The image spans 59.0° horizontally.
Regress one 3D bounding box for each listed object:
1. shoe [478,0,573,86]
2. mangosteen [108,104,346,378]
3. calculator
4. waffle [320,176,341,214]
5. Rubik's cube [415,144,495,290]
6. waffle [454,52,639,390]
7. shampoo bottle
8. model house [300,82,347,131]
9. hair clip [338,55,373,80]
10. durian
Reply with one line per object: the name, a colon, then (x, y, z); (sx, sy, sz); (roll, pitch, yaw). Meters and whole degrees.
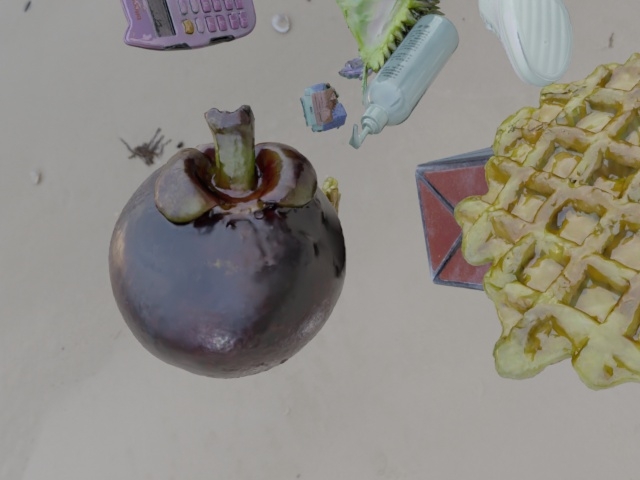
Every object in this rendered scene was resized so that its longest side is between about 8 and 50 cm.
shoe: (0.357, -0.415, 1.046); (0.132, 0.160, 0.363); (9, 68, -15)
mangosteen: (-0.098, 0.013, 0.690); (0.293, 0.297, 0.297); (-35, 68, 31)
calculator: (-0.258, -0.468, 1.093); (0.043, 0.294, 0.194); (-4, 104, 61)
waffle: (-0.001, 0.009, 1.340); (0.058, 0.281, 0.300); (12, 110, 11)
Rubik's cube: (0.363, -0.056, 1.080); (0.259, 0.260, 0.255); (4, 106, 52)
waffle: (0.193, -0.028, 0.332); (0.243, 0.059, 0.238); (-17, 49, 31)
shampoo bottle: (0.082, -0.162, 0.595); (0.056, 0.056, 0.195); (22, 61, 26)
model house: (0.023, -0.390, 1.672); (0.119, 0.149, 0.148); (-16, 109, -14)
hair clip: (0.131, -0.417, 1.268); (0.195, 0.052, 0.124); (-28, 33, -3)
durian: (0.054, -0.361, 0.672); (0.169, 0.355, 0.157); (-21, 38, 18)
